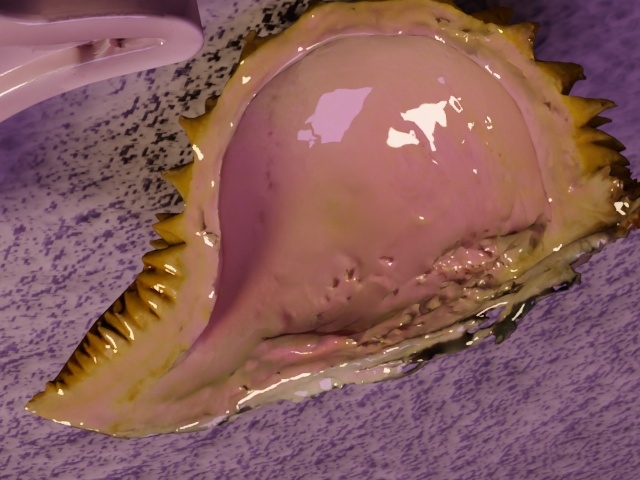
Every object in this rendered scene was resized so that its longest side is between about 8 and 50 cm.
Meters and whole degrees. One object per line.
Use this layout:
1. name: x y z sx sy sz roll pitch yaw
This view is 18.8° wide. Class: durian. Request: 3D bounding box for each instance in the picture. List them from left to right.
1. durian: 0.012 -0.005 0.961 0.305 0.186 0.195 -30 171 16

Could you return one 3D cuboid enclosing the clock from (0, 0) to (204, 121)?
1. clock: -0.194 -0.079 0.832 0.290 0.080 0.275 -11 149 1
